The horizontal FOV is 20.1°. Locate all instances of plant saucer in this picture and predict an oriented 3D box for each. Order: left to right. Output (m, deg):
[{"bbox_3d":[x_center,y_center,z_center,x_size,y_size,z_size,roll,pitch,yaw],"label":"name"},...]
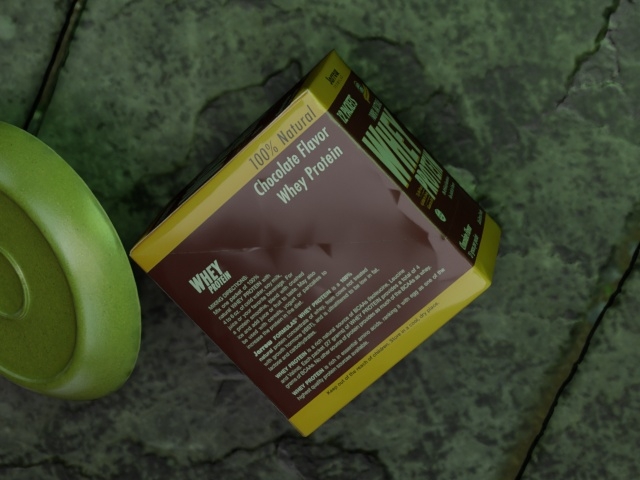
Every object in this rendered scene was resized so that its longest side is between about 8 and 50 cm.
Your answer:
[{"bbox_3d":[-0.237,0.025,1.395,0.241,0.037,0.241,24,129,32],"label":"plant saucer"}]

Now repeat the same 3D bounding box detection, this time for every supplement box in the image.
[{"bbox_3d":[0.000,0.000,1.361,0.191,0.129,0.194,-41,98,20],"label":"supplement box"}]
